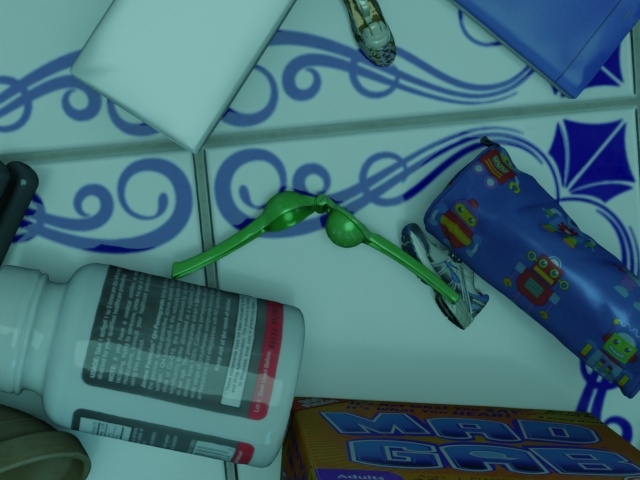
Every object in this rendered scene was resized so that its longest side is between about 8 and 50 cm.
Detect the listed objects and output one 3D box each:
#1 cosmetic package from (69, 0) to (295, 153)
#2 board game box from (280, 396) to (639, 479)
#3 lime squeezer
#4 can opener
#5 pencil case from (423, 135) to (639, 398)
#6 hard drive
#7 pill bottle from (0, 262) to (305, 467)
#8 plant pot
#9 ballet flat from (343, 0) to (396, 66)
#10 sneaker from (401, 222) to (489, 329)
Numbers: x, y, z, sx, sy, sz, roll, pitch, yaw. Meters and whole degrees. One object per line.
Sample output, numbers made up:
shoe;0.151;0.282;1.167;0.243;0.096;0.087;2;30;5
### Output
cosmetic package;-0.092;-0.281;1.354;0.155;0.197;0.365;31;94;-8
board game box;0.141;0.378;1.361;0.356;0.356;0.356;3;96;-6
lime squeezer;0.000;0.000;1.441;0.310;0.059;0.110;6;55;-2
can opener;-0.369;0.053;1.396;0.076;0.095;0.283;12;112;-49
pencil case;0.253;0.029;1.416;0.306;0.133;0.119;41;120;14
hard drive;0.219;-0.335;1.453;0.319;0.040;0.210;38;92;-8
pill bottle;-0.187;0.122;1.396;0.318;0.176;0.176;13;95;-7
plant pot;-0.369;0.242;1.389;0.237;0.237;0.109;-32;68;-1
ballet flat;0.050;-0.242;1.448;0.041;0.041;0.114;-25;98;-2
sneaker;0.140;0.031;1.485;0.058;0.052;0.135;-37;105;-10
